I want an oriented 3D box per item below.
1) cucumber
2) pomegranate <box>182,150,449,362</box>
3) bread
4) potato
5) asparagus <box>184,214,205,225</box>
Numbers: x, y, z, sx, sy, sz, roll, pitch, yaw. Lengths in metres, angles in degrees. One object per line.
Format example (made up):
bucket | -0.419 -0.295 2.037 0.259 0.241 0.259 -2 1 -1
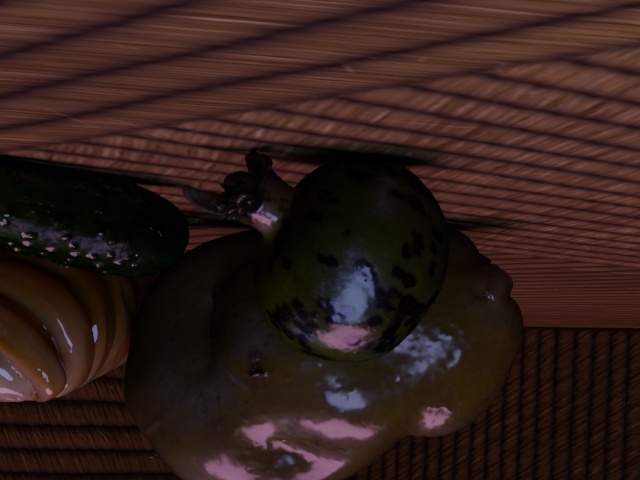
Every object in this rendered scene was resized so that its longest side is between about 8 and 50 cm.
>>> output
cucumber | -0.174 -0.017 1.115 0.069 0.069 0.227 -1 170 45
pomegranate | 0.000 0.000 0.981 0.161 0.122 0.122 32 170 -10
bread | -0.239 0.052 1.481 0.173 0.121 0.311 6 -169 14
potato | 0.001 0.089 1.405 0.351 0.218 0.202 -21 128 25
asparagus | -0.161 -0.021 1.354 0.166 0.016 0.013 5 -151 -36
